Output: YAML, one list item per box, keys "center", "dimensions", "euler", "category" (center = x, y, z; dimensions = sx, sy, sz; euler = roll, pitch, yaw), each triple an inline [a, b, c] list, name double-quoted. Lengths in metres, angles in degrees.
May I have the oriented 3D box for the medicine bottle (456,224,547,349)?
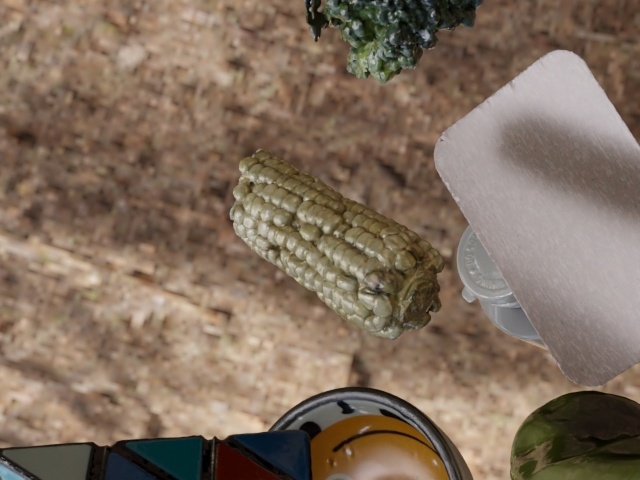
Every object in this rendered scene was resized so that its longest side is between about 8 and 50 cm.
- center: [0.225, 0.037, 1.604]
  dimensions: [0.135, 0.135, 0.215]
  euler: [-5, 164, 35]
  category: "medicine bottle"

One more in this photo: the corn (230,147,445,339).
- center: [0.000, 0.000, 1.234]
  dimensions: [0.211, 0.087, 0.087]
  euler: [31, 166, 32]
  category: "corn"

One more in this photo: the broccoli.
- center: [0.070, -0.259, 1.634]
  dimensions: [0.177, 0.199, 0.275]
  euler: [-7, -169, 1]
  category: "broccoli"

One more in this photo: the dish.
- center: [0.053, 0.292, 1.621]
  dimensions: [0.303, 0.303, 0.120]
  euler: [-4, 167, 34]
  category: "dish"

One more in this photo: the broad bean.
- center: [0.197, 0.145, 1.013]
  dimensions: [0.153, 0.072, 0.206]
  euler: [-2, -174, -24]
  category: "broad bean"

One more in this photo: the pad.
- center: [0.219, -0.017, 1.416]
  dimensions: [0.176, 0.266, 0.002]
  euler: [-37, 168, 31]
  category: "pad"

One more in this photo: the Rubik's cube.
- center: [-0.046, 0.248, 1.219]
  dimensions: [0.234, 0.250, 0.284]
  euler: [20, 132, 53]
  category: "Rubik's cube"
